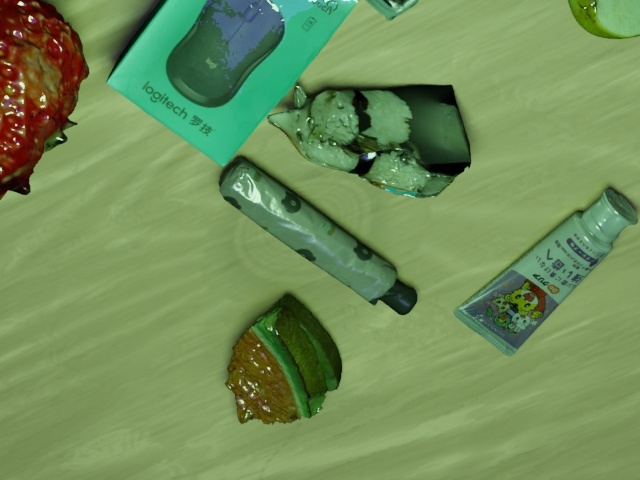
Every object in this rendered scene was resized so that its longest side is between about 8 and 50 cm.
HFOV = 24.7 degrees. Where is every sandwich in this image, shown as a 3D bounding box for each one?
[{"bbox_3d":[-0.068,0.174,2.146,0.160,0.109,0.184,-12,117,29],"label":"sandwich"}]

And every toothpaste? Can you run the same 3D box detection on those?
[{"bbox_3d":[0.326,0.047,2.092,0.114,0.073,0.299,36,119,-13],"label":"toothpaste"}]

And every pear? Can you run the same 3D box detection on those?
[{"bbox_3d":[0.383,-0.331,1.893,0.141,0.104,0.141,-11,120,-20],"label":"pear"}]

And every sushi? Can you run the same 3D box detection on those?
[{"bbox_3d":[0.059,-0.129,1.993,0.273,0.134,0.109,-1,147,-9],"label":"sushi"}]

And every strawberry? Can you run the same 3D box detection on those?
[{"bbox_3d":[-0.442,-0.226,1.855,0.292,0.291,0.309,-5,130,4],"label":"strawberry"}]

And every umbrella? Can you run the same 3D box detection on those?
[{"bbox_3d":[0.000,0.000,2.072,0.337,0.073,0.067,36,112,-14],"label":"umbrella"}]

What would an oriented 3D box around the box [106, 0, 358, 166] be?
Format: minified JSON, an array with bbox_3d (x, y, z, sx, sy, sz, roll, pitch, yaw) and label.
[{"bbox_3d":[-0.113,-0.278,1.923,0.205,0.118,0.311,36,111,-15],"label":"box"}]

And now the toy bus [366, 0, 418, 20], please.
[{"bbox_3d":[0.134,-0.457,1.783,0.343,0.199,0.183,-40,127,17],"label":"toy bus"}]
